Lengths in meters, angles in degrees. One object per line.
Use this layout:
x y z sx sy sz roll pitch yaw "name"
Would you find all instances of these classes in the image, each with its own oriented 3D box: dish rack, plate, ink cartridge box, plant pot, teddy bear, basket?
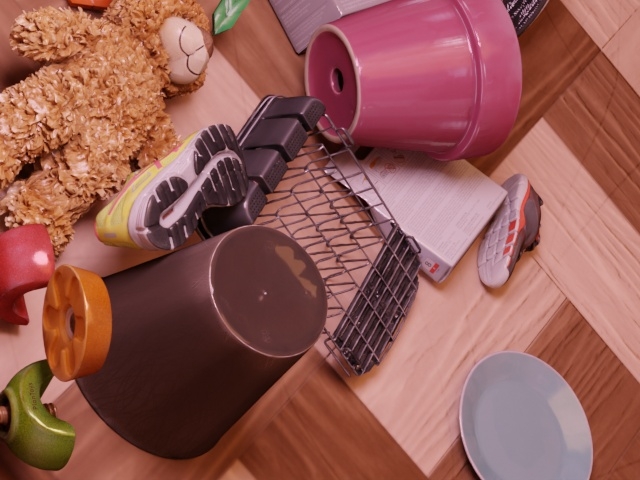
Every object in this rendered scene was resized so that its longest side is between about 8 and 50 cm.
0.000 0.000 2.013 0.271 0.074 0.208 55 46 -26 "dish rack"
0.221 0.212 2.121 0.188 0.024 0.188 15 61 -30 "plate"
0.102 -0.054 2.164 0.179 0.045 0.145 36 50 6 "ink cartridge box"
0.089 -0.178 2.089 0.180 0.201 0.201 -9 74 -26 "plant pot"
-0.213 -0.130 1.884 0.338 0.113 0.245 -28 97 -36 "teddy bear"
-0.108 0.083 1.806 0.204 0.227 0.154 49 49 -6 "basket"

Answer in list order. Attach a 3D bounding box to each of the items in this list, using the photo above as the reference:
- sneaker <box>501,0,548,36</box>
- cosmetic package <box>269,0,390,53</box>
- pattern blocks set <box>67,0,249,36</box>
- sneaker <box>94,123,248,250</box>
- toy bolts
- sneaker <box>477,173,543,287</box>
0.264 -0.356 2.382 0.162 0.106 0.281 38 70 -71 "sneaker"
-0.014 -0.344 2.166 0.127 0.107 0.238 -21 79 -41 "cosmetic package"
-0.186 -0.363 2.035 0.325 0.026 0.285 45 73 -8 "pattern blocks set"
-0.145 -0.051 1.849 0.208 0.094 0.081 -40 115 -54 "sneaker"
-0.303 0.070 1.703 0.158 0.218 0.228 1 50 -30 "toy bolts"
0.228 -0.004 2.209 0.065 0.061 0.158 37 52 -25 "sneaker"
